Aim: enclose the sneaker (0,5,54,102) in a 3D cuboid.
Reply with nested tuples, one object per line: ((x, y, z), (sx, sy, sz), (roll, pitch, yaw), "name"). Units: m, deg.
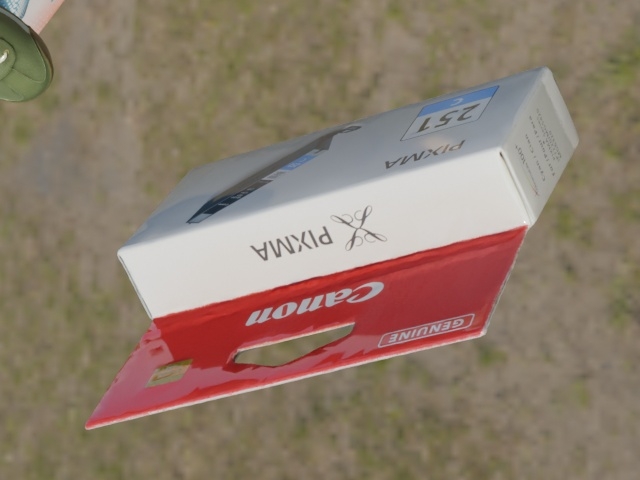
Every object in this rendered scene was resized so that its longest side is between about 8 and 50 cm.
((-0.261, -0.137, 1.325), (0.064, 0.192, 0.086), (-43, 32, 19), "sneaker")

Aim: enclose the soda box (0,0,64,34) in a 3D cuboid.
((-0.242, -0.250, 1.714), (0.183, 0.063, 0.058), (-52, 42, 5), "soda box")

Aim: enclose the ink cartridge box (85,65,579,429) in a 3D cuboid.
((0.000, 0.000, 1.290), (0.296, 0.261, 0.066), (-15, 112, 27), "ink cartridge box")
